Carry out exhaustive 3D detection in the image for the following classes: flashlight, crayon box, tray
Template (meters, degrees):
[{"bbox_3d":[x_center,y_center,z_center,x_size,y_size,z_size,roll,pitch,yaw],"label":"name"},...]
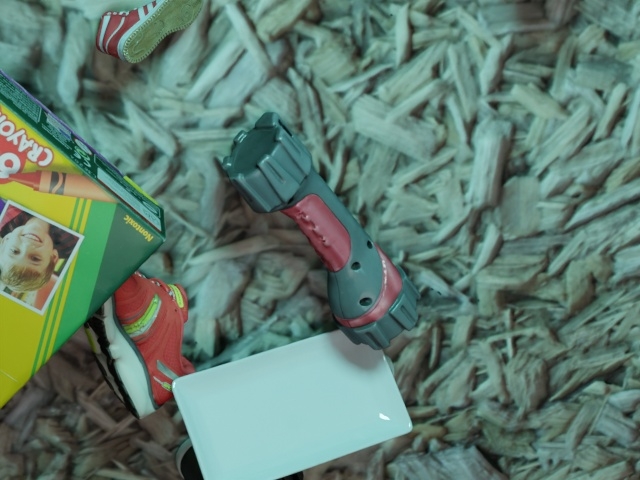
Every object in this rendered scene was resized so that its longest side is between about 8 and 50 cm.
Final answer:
[{"bbox_3d":[0.000,0.000,1.728,0.103,0.103,0.304,-36,128,8],"label":"flashlight"},{"bbox_3d":[-0.390,-0.020,1.511,0.363,0.106,0.313,41,101,-19],"label":"crayon box"},{"bbox_3d":[-0.034,0.196,1.789,0.270,0.145,0.030,-15,168,-27],"label":"tray"}]

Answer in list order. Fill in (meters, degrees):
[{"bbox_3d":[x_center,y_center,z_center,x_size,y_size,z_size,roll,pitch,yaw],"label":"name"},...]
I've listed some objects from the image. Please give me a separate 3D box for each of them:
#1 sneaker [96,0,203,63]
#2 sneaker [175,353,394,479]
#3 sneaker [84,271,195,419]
[{"bbox_3d":[-0.177,-0.225,1.560,0.118,0.067,0.042,-43,130,-29],"label":"sneaker"},{"bbox_3d":[-0.024,0.248,1.850,0.295,0.147,0.104,-29,125,-3],"label":"sneaker"},{"bbox_3d":[-0.209,0.069,1.714,0.118,0.107,0.279,-32,132,-22],"label":"sneaker"}]
